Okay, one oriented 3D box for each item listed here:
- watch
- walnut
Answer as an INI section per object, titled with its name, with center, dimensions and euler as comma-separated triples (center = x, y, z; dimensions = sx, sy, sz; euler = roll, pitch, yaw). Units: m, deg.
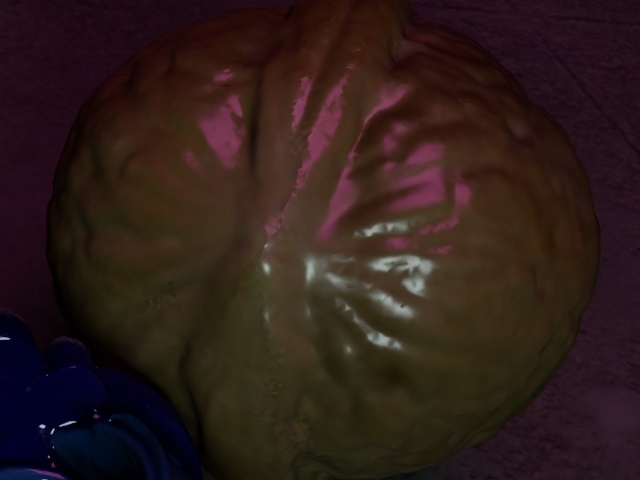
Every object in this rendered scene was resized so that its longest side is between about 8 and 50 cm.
[watch]
center = -0.129, 0.158, 0.724
dimensions = 0.171, 0.196, 0.200
euler = 41, 14, -33
[walnut]
center = 0.000, 0.000, 0.899
dimensions = 0.332, 0.333, 0.333
euler = 17, 35, -12
